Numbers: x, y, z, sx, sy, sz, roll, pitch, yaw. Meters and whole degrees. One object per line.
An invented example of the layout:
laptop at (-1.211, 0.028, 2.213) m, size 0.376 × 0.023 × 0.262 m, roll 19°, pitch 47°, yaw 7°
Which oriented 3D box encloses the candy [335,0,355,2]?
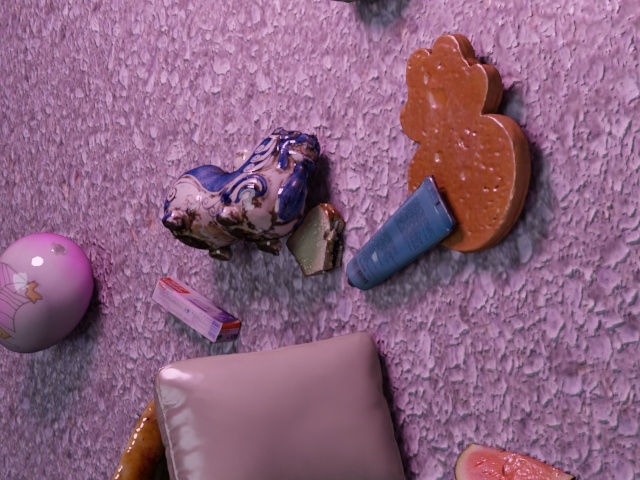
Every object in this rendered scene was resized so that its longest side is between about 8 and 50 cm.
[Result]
candy at (0.163, -0.410, 1.402) m, size 0.440 × 0.119 × 0.119 m, roll -7°, pitch 84°, yaw 36°

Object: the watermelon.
watermelon at (0.236, 0.320, 1.326) m, size 0.163 × 0.087 × 0.069 m, roll 10°, pitch 133°, yaw 47°

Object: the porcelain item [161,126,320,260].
porcelain item at (-0.125, -0.077, 1.632) m, size 0.288 × 0.138 × 0.186 m, roll -8°, pitch 56°, yaw 51°

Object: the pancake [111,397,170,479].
pancake at (-0.182, 0.343, 1.524) m, size 0.067 × 0.427 × 0.305 m, roll -5°, pitch 100°, yaw 28°

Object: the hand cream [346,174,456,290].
hand cream at (0.103, 0.002, 1.448) m, size 0.224 × 0.048 × 0.083 m, roll -44°, pitch 61°, yaw 44°

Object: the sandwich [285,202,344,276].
sandwich at (0.000, 0.000, 1.577) m, size 0.093 × 0.036 × 0.105 m, roll 52°, pitch 121°, yaw 34°

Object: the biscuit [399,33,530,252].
biscuit at (0.183, -0.127, 1.390) m, size 0.202 × 0.044 × 0.288 m, roll -31°, pitch 66°, yaw 47°

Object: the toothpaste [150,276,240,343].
toothpaste at (-0.214, 0.116, 1.779) m, size 0.196 × 0.047 × 0.040 m, roll 28°, pitch 112°, yaw 42°

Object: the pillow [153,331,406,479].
pillow at (-0.052, 0.267, 1.439) m, size 0.120 × 0.322 × 0.255 m, roll 124°, pitch 134°, yaw -68°

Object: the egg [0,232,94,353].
egg at (-0.541, 0.104, 2.005) m, size 0.271 × 0.196 × 0.196 m, roll -41°, pitch 61°, yaw 29°
